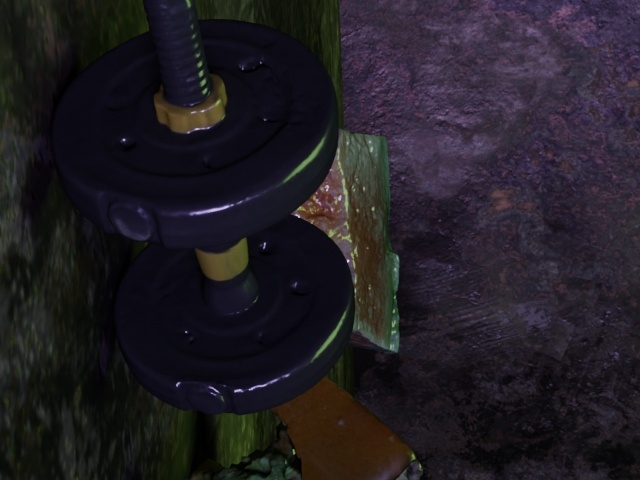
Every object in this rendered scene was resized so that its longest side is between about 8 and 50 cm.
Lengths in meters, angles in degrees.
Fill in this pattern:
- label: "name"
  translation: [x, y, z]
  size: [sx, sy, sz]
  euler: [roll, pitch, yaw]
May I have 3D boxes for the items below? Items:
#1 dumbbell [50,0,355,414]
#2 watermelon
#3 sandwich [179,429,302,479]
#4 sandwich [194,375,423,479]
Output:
- label: "dumbbell"
  translation: [-0.056, -0.008, 0.633]
  size: [0.326, 0.143, 0.143]
  euler: [83, 8, -48]
- label: "watermelon"
  translation: [0.015, 0.000, 1.351]
  size: [0.302, 0.151, 0.264]
  euler: [30, 60, -84]
- label: "sandwich"
  translation: [-0.070, 0.285, 0.685]
  size: [0.212, 0.109, 0.292]
  euler: [-58, 145, -68]
- label: "sandwich"
  translation: [-0.040, 0.232, 0.928]
  size: [0.235, 0.128, 0.122]
  euler: [-44, 157, -15]
